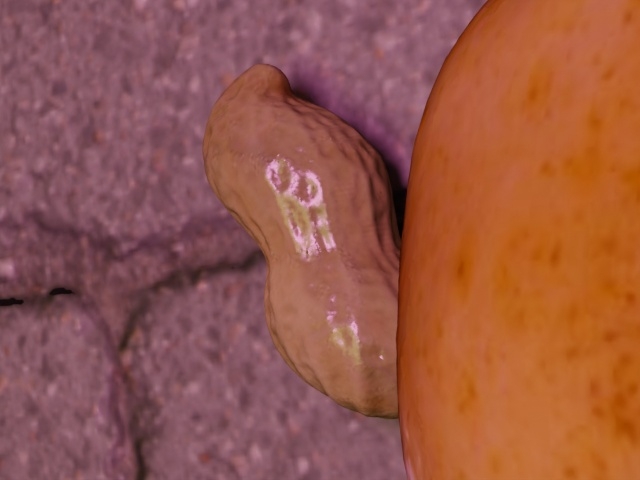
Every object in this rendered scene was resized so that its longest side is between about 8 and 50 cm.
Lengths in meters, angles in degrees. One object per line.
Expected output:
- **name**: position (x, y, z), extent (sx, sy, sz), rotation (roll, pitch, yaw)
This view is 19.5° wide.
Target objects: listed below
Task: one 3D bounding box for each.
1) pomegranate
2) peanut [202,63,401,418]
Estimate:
- **pomegranate**: position (0.221, 0.058, 0.474), extent (0.417, 0.417, 0.416), rotation (3, 94, 40)
- **peanut**: position (0.000, 0.000, 0.857), extent (0.082, 0.082, 0.187), rotation (-36, 70, 35)
